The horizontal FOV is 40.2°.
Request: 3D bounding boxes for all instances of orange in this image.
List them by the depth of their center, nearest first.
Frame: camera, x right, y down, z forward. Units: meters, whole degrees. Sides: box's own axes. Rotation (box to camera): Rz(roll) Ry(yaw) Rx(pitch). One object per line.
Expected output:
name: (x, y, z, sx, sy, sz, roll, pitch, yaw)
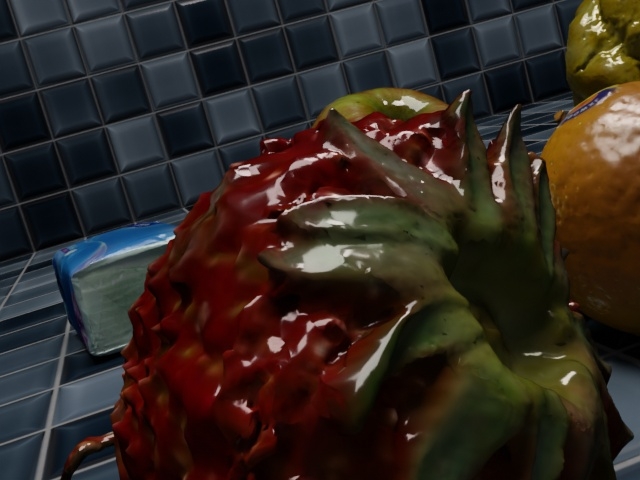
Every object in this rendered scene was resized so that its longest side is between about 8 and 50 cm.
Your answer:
orange: (0.282, -0.027, 0.745, 0.219, 0.219, 0.193, -25, -15, -44)

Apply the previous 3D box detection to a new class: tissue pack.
tissue pack: (-0.284, 0.062, 1.315, 0.198, 0.146, 0.263, -18, 10, -20)

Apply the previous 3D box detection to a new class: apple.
apple: (0.114, -0.109, 1.441, 0.278, 0.250, 0.309, -2, 30, -7)

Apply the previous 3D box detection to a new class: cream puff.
cream puff: (0.504, -0.230, 1.165, 0.257, 0.324, 0.291, -4, -10, 45)

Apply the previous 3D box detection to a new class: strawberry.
strawberry: (-0.013, 0.091, 0.499, 0.343, 0.292, 0.292, -30, -1, 38)

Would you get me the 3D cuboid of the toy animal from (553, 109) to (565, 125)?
toy animal: (0.480, -0.150, 1.522, 0.116, 0.114, 0.255, 26, 5, -16)
